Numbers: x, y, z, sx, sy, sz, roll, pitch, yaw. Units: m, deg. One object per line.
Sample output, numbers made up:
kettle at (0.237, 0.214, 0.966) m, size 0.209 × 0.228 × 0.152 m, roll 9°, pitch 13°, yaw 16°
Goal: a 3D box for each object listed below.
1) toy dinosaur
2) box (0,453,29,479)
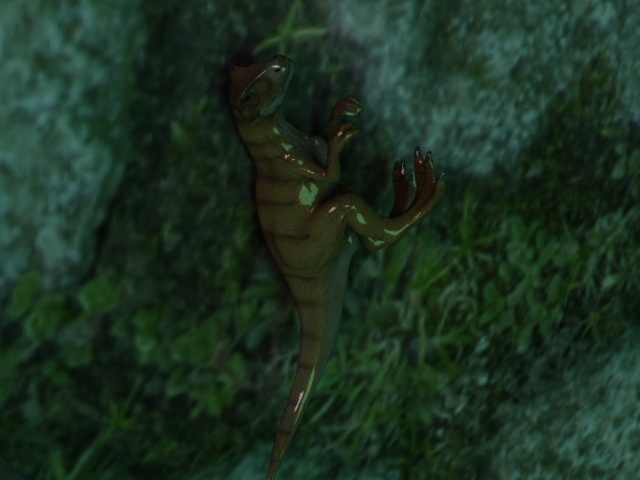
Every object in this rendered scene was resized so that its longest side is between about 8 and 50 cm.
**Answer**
toy dinosaur at (0.000, 0.000, 0.765) m, size 0.112 × 0.064 × 0.211 m, roll -18°, pitch 118°, yaw -14°
box at (-0.207, 0.221, 0.566) m, size 0.148 × 0.121 × 0.311 m, roll 18°, pitch 99°, yaw -48°
